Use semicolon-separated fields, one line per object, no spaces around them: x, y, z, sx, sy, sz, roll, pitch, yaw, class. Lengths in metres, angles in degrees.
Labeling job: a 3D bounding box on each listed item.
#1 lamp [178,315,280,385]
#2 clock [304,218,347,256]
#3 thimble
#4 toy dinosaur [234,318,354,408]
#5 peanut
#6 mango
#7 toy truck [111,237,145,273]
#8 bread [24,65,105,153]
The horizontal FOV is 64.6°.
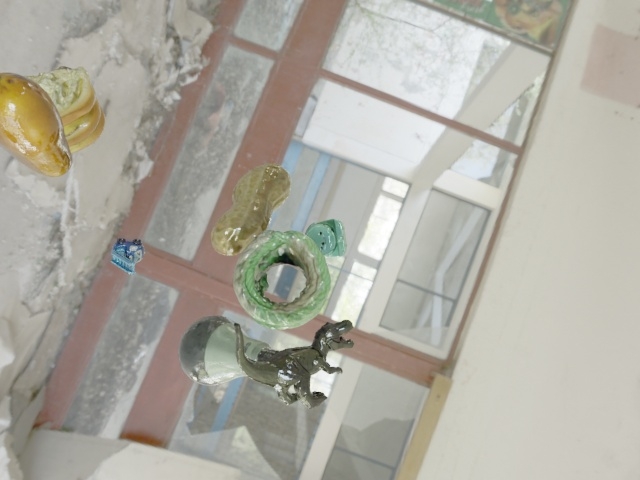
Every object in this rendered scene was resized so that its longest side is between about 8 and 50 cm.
-0.227;0.273;1.307;0.314;0.182;0.182;-17;-149;29;lamp
0.000;0.000;1.331;0.041;0.135;0.101;-31;112;-75;clock
-0.085;0.086;1.121;0.150;0.219;0.219;98;13;-76;thimble
-0.045;0.154;0.756;0.087;0.179;0.187;-16;-163;48;toy dinosaur
-0.178;-0.082;1.294;0.298;0.136;0.120;-63;152;-31;peanut
-0.405;-0.158;0.699;0.090;0.115;0.178;-44;178;-20;mango
-0.449;0.040;1.179;0.090;0.073;0.056;-110;-151;-53;toy truck
-0.888;-0.408;1.698;0.316;0.211;0.270;-22;148;-23;bread
